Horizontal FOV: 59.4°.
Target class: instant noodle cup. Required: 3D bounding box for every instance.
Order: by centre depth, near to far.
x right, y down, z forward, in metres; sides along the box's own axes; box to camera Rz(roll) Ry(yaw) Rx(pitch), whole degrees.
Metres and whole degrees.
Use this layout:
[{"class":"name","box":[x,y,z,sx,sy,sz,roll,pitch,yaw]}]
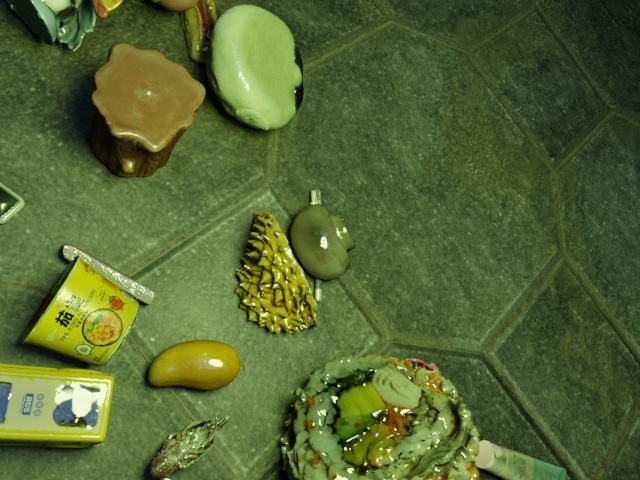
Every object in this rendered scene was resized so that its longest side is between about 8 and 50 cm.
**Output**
[{"class":"instant noodle cup","box":[-0.434,0.140,1.037,0.144,0.182,0.182,35,60,-24]}]

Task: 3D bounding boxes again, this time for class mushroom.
[{"class":"mushroom","box":[0.000,0.000,1.319,0.141,0.117,0.188,-28,79,6]}]

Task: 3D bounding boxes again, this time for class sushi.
[{"class":"sushi","box":[0.112,0.391,1.127,0.417,0.417,0.176,-34,131,-32]}]

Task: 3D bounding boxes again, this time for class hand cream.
[{"class":"hand cream","box":[0.524,0.595,1.430,0.312,0.070,0.111,27,60,-21]}]

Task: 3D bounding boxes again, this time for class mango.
[{"class":"mango","box":[-0.254,0.253,1.137,0.184,0.085,0.102,0,77,-17]}]

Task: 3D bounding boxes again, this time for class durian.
[{"class":"durian","box":[-0.091,0.057,1.228,0.185,0.195,0.305,-15,82,-24]}]

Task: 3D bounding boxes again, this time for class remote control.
[{"class":"remote control","box":[-0.694,-0.132,1.071,0.261,0.029,0.067,39,60,-11]}]

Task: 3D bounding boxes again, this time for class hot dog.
[{"class":"hot dog","box":[-0.300,-0.558,1.399,0.084,0.073,0.243,-6,76,-34]}]

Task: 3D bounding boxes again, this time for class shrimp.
[{"class":"shrimp","box":[-0.251,0.394,1.091,0.190,0.073,0.075,-19,69,-45]}]

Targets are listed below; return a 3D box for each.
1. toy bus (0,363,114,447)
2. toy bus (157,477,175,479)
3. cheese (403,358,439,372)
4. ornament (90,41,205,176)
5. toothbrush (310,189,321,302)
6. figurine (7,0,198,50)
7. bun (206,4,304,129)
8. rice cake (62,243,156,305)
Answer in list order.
[{"class":"toy bus","box":[-0.529,0.272,0.946,0.331,0.151,0.145,11,70,-24]},{"class":"toy bus","box":[-0.308,0.525,1.034,0.065,0.047,0.166,29,61,-11]},{"class":"cheese","box":[0.198,0.377,1.338,0.244,0.062,0.155,-30,85,-27]},{"class":"ornament","box":[-0.372,-0.254,1.170,0.221,0.217,0.235,-21,83,-31]},{"class":"toothbrush","box":[-0.008,0.010,1.380,0.024,0.026,0.288,35,50,-62]},{"class":"figurine","box":[-0.472,-0.581,1.221,0.276,0.248,0.388,41,69,11]},{"class":"bun","box":[-0.177,-0.401,1.346,0.293,0.187,0.293,21,63,-51]},{"class":"rice cake","box":[-0.427,0.068,1.131,0.206,0.047,0.036,33,67,-13]}]
